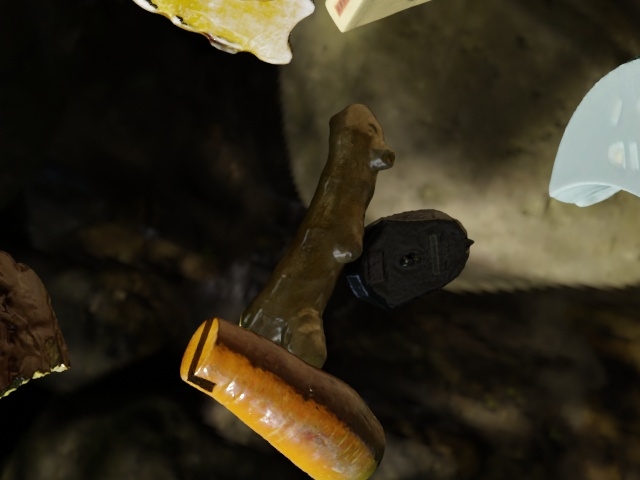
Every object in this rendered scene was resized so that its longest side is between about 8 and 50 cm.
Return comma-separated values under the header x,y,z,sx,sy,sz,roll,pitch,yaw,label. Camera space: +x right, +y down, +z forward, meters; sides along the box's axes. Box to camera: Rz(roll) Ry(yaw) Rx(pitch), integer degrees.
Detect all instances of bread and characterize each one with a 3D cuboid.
x,y,z,sx,sy,sz,roll,pitch,yaw,label
-0.242,0.070,1.225,0.086,0.156,0.125,-21,108,42,bread

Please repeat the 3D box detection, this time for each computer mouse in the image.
x,y,z,sx,sy,sz,roll,pitch,yaw,label
0.086,0.018,1.984,0.057,0.172,0.099,7,105,53,computer mouse

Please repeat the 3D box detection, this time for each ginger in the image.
x,y,z,sx,sy,sz,roll,pitch,yaw,label
-0.002,-0.001,1.912,0.118,0.298,0.065,13,169,40,ginger

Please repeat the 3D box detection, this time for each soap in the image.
x,y,z,sx,sy,sz,roll,pitch,yaw,label
-0.083,-0.229,1.583,0.140,0.232,0.073,25,108,-13,soap

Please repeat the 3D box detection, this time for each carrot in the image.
x,y,z,sx,sy,sz,roll,pitch,yaw,label
-0.027,0.137,1.618,0.193,0.087,0.087,40,145,-21,carrot

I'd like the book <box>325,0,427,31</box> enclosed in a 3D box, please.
x,y,z,sx,sy,sz,roll,pitch,yaw,label
0.105,-0.189,0.989,0.026,0.161,0.231,64,157,11,book

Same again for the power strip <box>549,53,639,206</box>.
x,y,z,sx,sy,sz,roll,pitch,yaw,label
0.201,0.005,0.864,0.054,0.253,0.167,-13,139,-25,power strip
